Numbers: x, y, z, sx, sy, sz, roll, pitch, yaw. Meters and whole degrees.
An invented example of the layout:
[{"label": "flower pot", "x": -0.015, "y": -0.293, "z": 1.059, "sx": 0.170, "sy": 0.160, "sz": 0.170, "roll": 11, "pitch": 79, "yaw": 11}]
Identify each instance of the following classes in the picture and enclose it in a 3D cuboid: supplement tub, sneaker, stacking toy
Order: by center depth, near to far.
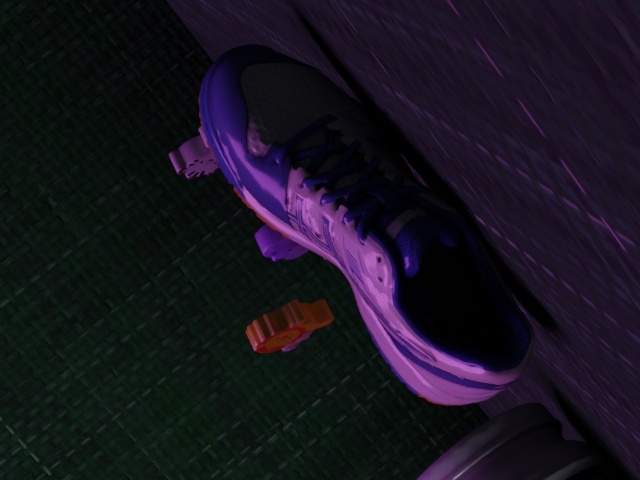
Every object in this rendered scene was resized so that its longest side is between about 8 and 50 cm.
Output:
[{"label": "sneaker", "x": 0.041, "y": -0.022, "z": 1.206, "sx": 0.296, "sy": 0.112, "sz": 0.131, "roll": 48, "pitch": 164, "yaw": -3}, {"label": "stacking toy", "x": 0.000, "y": 0.000, "z": 1.335, "sx": 0.221, "sy": 0.052, "sz": 0.167, "roll": 2, "pitch": -123, "yaw": -51}, {"label": "supplement tub", "x": 0.207, "y": 0.291, "z": 1.512, "sx": 0.272, "sy": 0.191, "sz": 0.191, "roll": 51, "pitch": 178, "yaw": 22}]
